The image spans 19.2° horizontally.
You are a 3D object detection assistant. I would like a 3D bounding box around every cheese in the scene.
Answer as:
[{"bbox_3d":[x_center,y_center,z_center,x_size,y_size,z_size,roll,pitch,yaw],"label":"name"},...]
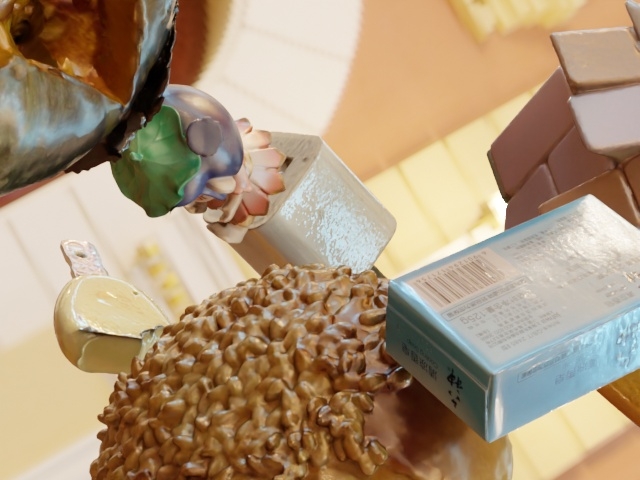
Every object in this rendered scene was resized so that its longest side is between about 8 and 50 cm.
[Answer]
[{"bbox_3d":[-0.228,0.060,1.980,0.255,0.127,0.050,-121,-136,-58],"label":"cheese"}]

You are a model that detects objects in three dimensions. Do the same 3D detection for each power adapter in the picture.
[{"bbox_3d":[0.000,0.000,1.942,0.130,0.125,0.205,10,-30,52],"label":"power adapter"}]

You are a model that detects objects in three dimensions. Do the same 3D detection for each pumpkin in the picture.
[{"bbox_3d":[-0.227,-0.174,1.141,0.192,0.320,0.320,8,-54,44],"label":"pumpkin"}]

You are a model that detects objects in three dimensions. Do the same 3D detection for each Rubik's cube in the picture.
[{"bbox_3d":[0.407,-0.059,2.184,0.368,0.387,0.358,-51,-140,37],"label":"Rubik's cube"}]

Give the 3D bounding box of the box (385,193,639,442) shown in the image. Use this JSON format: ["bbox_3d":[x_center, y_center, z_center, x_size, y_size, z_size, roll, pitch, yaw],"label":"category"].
[{"bbox_3d":[0.187,0.061,1.596,0.142,0.232,0.083,40,-39,40],"label":"box"}]

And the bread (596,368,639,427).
[{"bbox_3d":[0.309,0.115,1.902,0.245,0.102,0.094,40,-64,0],"label":"bread"}]

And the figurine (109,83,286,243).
[{"bbox_3d":[-0.099,-0.068,1.449,0.111,0.102,0.195,39,9,21],"label":"figurine"}]

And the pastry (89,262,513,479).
[{"bbox_3d":[-0.027,0.200,1.711,0.409,0.409,0.245,38,-14,45],"label":"pastry"}]
